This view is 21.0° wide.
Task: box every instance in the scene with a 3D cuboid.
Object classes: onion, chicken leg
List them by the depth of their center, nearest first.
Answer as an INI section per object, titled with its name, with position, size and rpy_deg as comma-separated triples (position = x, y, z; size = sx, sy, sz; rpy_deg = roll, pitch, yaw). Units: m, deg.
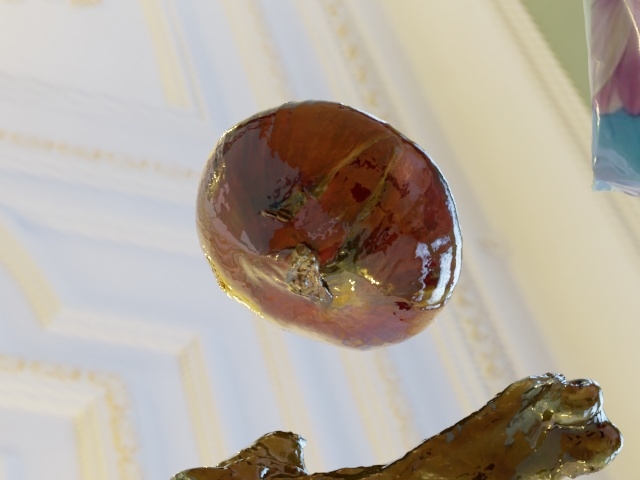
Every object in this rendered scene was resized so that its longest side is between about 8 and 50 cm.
[chicken leg]
position = 0.022, 0.195, 1.241
size = 0.361, 0.140, 0.211
rpy_deg = -30, -143, -17
[onion]
position = 0.002, -0.004, 1.505
size = 0.248, 0.248, 0.161
rpy_deg = 32, -122, 9

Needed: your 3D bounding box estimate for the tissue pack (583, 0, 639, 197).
[tissue pack]
position = 0.224, -0.079, 0.467
size = 0.263, 0.146, 0.198
rpy_deg = 2, -167, 29
